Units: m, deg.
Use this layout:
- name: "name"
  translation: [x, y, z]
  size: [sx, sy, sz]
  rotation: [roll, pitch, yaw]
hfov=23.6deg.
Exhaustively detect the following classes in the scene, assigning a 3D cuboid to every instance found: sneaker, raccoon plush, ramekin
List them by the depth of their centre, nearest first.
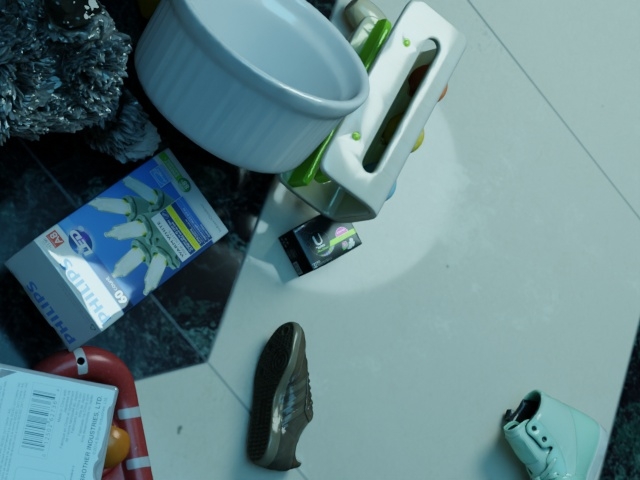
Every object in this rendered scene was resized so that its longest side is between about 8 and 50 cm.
- name: "raccoon plush"
  translation: [-0.342, -0.118, 1.669]
  size: [0.299, 0.216, 0.446]
  rotation: [-51, 139, -13]
- name: "ramekin"
  translation: [-0.090, -0.208, 1.846]
  size: [0.277, 0.135, 0.277]
  rotation: [29, 28, -17]
- name: "sneaker"
  translation: [-0.043, 0.200, 1.947]
  size: [0.071, 0.066, 0.188]
  rotation: [23, 74, -37]
- name: "sneaker"
  translation: [0.285, 0.325, 2.043]
  size: [0.151, 0.094, 0.256]
  rotation: [35, 56, -21]

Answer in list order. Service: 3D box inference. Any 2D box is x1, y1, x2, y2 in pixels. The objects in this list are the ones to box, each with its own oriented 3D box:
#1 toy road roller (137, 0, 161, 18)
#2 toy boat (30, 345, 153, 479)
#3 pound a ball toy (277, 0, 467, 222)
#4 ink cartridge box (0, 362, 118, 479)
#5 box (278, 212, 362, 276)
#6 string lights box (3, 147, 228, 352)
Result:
- name: "toy road roller"
  translation: [-0.128, -0.447, 1.946]
  size: [0.202, 0.240, 0.329]
  rotation: [-8, 82, -26]
- name: "toy boat"
  translation: [-0.264, 0.235, 1.775]
  size: [0.151, 0.151, 0.231]
  rotation: [-8, 82, -27]
- name: "pound a ball toy"
  translation: [0.069, -0.178, 2.010]
  size: [0.136, 0.208, 0.319]
  rotation: [37, 69, -22]
- name: "ink cartridge box"
  translation: [-0.387, 0.219, 1.637]
  size: [0.311, 0.065, 0.186]
  rotation: [13, 78, -15]
- name: "box"
  translation: [0.000, 0.000, 2.010]
  size: [0.083, 0.052, 0.062]
  rotation: [-29, 92, -26]
- name: "string lights box"
  translation: [-0.240, 0.008, 1.837]
  size: [0.133, 0.077, 0.260]
  rotation: [54, 42, -5]
